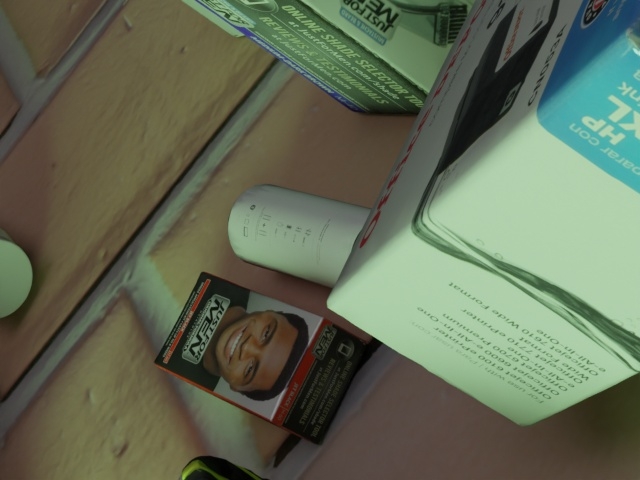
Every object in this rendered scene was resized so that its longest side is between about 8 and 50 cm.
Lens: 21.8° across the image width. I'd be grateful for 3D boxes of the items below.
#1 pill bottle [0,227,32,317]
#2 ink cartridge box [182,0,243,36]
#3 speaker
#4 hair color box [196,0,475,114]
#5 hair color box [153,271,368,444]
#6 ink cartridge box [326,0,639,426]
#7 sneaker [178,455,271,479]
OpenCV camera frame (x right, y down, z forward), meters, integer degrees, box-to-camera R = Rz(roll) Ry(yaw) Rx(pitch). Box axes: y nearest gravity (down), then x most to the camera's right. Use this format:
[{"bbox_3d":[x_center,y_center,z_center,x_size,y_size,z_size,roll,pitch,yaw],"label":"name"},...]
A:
[{"bbox_3d":[-0.290,0.016,1.342,0.137,0.078,0.078,21,82,53],"label":"pill bottle"},{"bbox_3d":[-0.060,-0.276,1.219,0.086,0.148,0.203,-3,63,50],"label":"ink cartridge box"},{"bbox_3d":[0.000,0.000,1.030,0.136,0.055,0.055,14,76,53],"label":"speaker"},{"bbox_3d":[0.053,-0.270,1.051,0.110,0.185,0.339,5,69,51],"label":"hair color box"},{"bbox_3d":[-0.040,0.071,1.036,0.141,0.043,0.072,16,77,52],"label":"hair color box"},{"bbox_3d":[0.145,-0.071,0.721,0.223,0.129,0.307,-63,8,-26],"label":"ink cartridge box"},{"bbox_3d":[-0.016,0.264,0.804,0.147,0.145,0.384,-55,25,12],"label":"sneaker"}]
